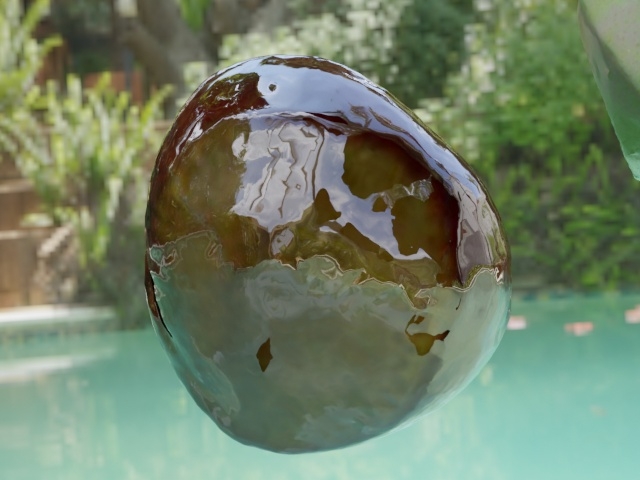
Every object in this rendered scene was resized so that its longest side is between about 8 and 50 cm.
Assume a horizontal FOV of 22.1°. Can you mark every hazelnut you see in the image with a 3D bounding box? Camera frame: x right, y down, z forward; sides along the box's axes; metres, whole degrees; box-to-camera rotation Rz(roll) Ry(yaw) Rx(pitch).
[{"bbox_3d":[0.000,0.000,0.952,0.229,0.230,0.229,-4,0,0],"label":"hazelnut"}]

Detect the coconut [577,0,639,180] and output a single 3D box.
[{"bbox_3d":[0.221,-0.106,0.740,0.236,0.204,0.236,-42,-7,-7],"label":"coconut"}]
